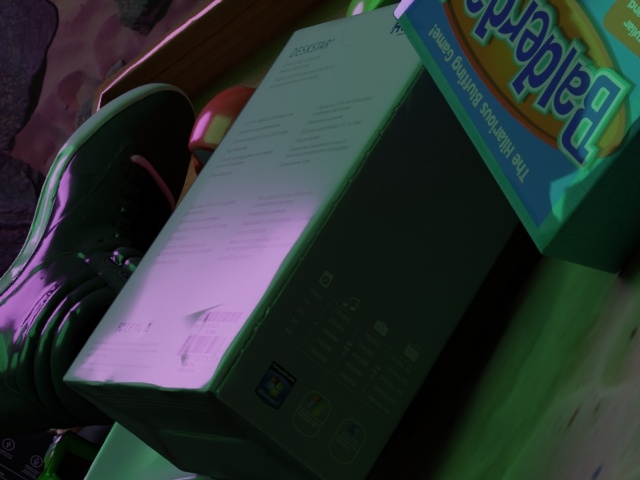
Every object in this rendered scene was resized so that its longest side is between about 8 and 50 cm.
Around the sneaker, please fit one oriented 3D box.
[{"bbox_3d":[-0.122,0.014,1.235,0.147,0.104,0.296,0,48,40],"label":"sneaker"}]

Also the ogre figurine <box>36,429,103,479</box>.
[{"bbox_3d":[-0.133,0.182,1.217,0.097,0.118,0.197,-53,9,35],"label":"ogre figurine"}]

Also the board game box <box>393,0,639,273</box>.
[{"bbox_3d":[0.128,-0.117,0.746,0.210,0.047,0.160,-55,42,27],"label":"board game box"}]

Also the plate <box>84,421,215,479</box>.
[{"bbox_3d":[0.001,0.031,1.054,0.278,0.045,0.277,-19,38,53],"label":"plate"}]

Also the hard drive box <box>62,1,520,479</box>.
[{"bbox_3d":[0.000,0.000,0.923,0.232,0.089,0.181,-58,23,-17],"label":"hard drive box"}]

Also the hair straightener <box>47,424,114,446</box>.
[{"bbox_3d":[-0.139,0.107,1.587,0.230,0.047,0.089,-48,-37,-32],"label":"hair straightener"}]

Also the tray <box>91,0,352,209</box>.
[{"bbox_3d":[-0.038,-0.096,1.359,0.411,0.076,0.203,-31,45,46],"label":"tray"}]

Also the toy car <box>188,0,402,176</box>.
[{"bbox_3d":[0.002,-0.088,1.113,0.225,0.053,0.239,-46,21,11],"label":"toy car"}]

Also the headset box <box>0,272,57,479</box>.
[{"bbox_3d":[-0.335,0.187,1.966,0.131,0.246,0.283,-47,14,51],"label":"headset box"}]
